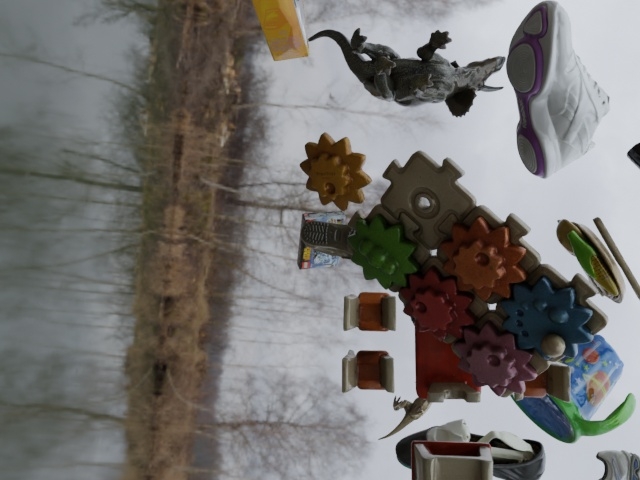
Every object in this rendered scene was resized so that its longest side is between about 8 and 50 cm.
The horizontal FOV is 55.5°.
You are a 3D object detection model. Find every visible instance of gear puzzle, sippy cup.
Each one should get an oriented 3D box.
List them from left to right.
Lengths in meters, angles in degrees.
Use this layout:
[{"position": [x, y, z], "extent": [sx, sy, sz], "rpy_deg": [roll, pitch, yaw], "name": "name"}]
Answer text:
[{"position": [0.104, 0.011, 0.609], "extent": [0.044, 0.339, 0.175], "rpy_deg": [-35, 165, -45], "name": "gear puzzle"}, {"position": [0.610, 0.337, 1.502], "extent": [0.305, 0.224, 0.240], "rpy_deg": [46, -17, 25], "name": "sippy cup"}]

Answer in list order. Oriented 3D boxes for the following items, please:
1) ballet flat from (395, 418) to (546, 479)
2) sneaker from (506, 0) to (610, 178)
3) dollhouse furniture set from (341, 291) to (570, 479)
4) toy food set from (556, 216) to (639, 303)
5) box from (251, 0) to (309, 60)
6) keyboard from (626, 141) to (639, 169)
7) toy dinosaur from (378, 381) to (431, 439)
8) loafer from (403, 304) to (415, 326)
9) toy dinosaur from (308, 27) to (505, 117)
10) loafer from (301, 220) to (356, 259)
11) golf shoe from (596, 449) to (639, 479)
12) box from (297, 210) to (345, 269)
[{"position": [0.282, 0.381, 1.126], "extent": [0.095, 0.280, 0.096], "rpy_deg": [-91, -170, -60], "name": "ballet flat"}, {"position": [0.394, -0.253, 0.997], "extent": [0.114, 0.152, 0.305], "rpy_deg": [-117, -174, -49], "name": "sneaker"}, {"position": [0.162, 0.179, 0.769], "extent": [0.135, 0.261, 0.259], "rpy_deg": [27, 64, -83], "name": "dollhouse furniture set"}, {"position": [0.354, 0.029, 0.808], "extent": [0.132, 0.038, 0.192], "rpy_deg": [61, 8, 4], "name": "toy food set"}, {"position": [-0.032, -0.176, 0.348], "extent": [0.136, 0.028, 0.081], "rpy_deg": [60, 24, -71], "name": "box"}, {"position": [0.453, -0.052, 0.751], "extent": [0.038, 0.100, 0.192], "rpy_deg": [65, 0, -53], "name": "keyboard"}, {"position": [0.168, 0.304, 1.086], "extent": [0.053, 0.183, 0.092], "rpy_deg": [44, 0, 36], "name": "toy dinosaur"}, {"position": [0.221, 0.099, 1.003], "extent": [0.076, 0.223, 0.078], "rpy_deg": [-17, -100, 50], "name": "loafer"}, {"position": [0.126, -0.255, 0.949], "extent": [0.160, 0.313, 0.121], "rpy_deg": [46, 52, -71], "name": "toy dinosaur"}, {"position": [0.041, 0.002, 0.978], "extent": [0.050, 0.147, 0.056], "rpy_deg": [115, -10, -75], "name": "loafer"}, {"position": [0.530, 0.468, 1.095], "extent": [0.069, 0.085, 0.176], "rpy_deg": [70, 30, -64], "name": "golf shoe"}, {"position": [0.000, 0.000, 1.356], "extent": [0.027, 0.093, 0.137], "rpy_deg": [-119, -150, -50], "name": "box"}]
